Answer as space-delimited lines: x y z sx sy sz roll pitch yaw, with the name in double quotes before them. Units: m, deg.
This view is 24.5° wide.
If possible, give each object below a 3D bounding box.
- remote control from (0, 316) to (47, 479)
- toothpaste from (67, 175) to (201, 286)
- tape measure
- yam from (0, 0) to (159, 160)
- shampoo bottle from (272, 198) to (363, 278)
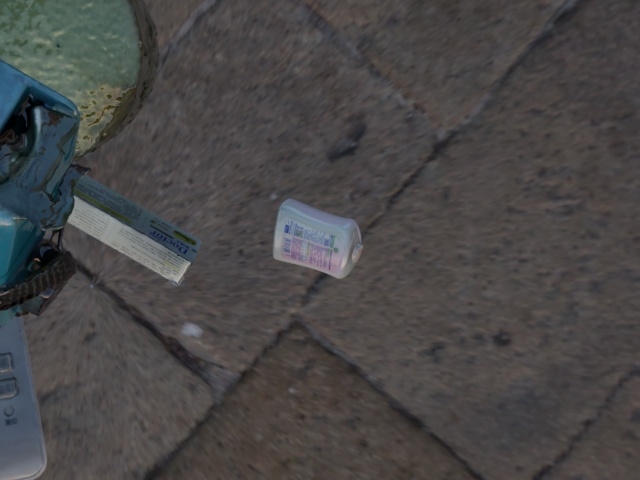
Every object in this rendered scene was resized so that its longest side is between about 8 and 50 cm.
"remote control" -0.305 0.052 1.217 0.109 0.055 0.313 -10 82 -13
"toothpaste" -0.192 -0.018 1.375 0.164 0.046 0.034 30 121 -9
"tape measure" -0.149 -0.019 0.492 0.146 0.125 0.081 26 60 -4
"yam" -0.193 -0.133 1.031 0.161 0.268 0.161 -1 97 -5
"shampoo bottle" 0.000 0.000 1.613 0.099 0.043 0.072 17 119 18
